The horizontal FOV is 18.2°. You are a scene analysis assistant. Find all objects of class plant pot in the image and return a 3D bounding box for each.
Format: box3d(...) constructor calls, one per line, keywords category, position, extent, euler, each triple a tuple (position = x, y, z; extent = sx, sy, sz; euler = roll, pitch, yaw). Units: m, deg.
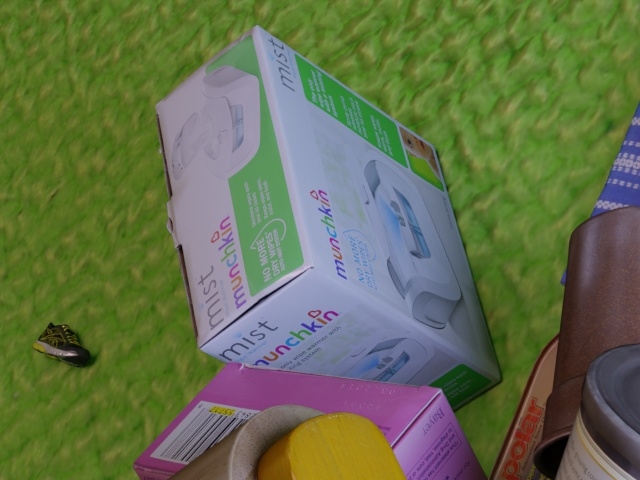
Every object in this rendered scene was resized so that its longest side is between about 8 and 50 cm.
box3d(category="plant pot", position=(0.229, 0.074, 1.347), extent=(0.167, 0.167, 0.165), euler=(-17, 58, 38))

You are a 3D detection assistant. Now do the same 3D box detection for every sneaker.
box3d(category="sneaker", position=(-0.248, 0.098, 1.922), extent=(0.083, 0.031, 0.035), euler=(11, 73, 48))

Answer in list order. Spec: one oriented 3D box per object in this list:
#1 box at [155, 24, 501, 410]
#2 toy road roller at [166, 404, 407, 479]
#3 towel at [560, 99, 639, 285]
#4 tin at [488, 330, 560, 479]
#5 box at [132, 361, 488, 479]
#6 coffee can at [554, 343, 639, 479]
box3d(category="box", position=(0.000, 0.000, 1.583), extent=(0.127, 0.231, 0.262), euler=(-35, 44, 24))
box3d(category="toy road roller", position=(-0.047, 0.275, 1.133), extent=(0.202, 0.241, 0.329), euler=(-40, 65, 43))
box3d(category="towel", position=(0.327, -0.100, 1.468), extent=(0.243, 0.040, 0.336), euler=(14, 76, 49))
box3d(category="tin", position=(0.186, 0.146, 1.454), extent=(0.106, 0.040, 0.189), euler=(13, 75, 44))
box3d(category="box", position=(0.023, 0.220, 1.393), extent=(0.214, 0.243, 0.117), euler=(4, 41, 46))
box3d(category="coffee can", position=(0.213, 0.226, 1.171), extent=(0.201, 0.202, 0.275), euler=(41, 122, 50))
